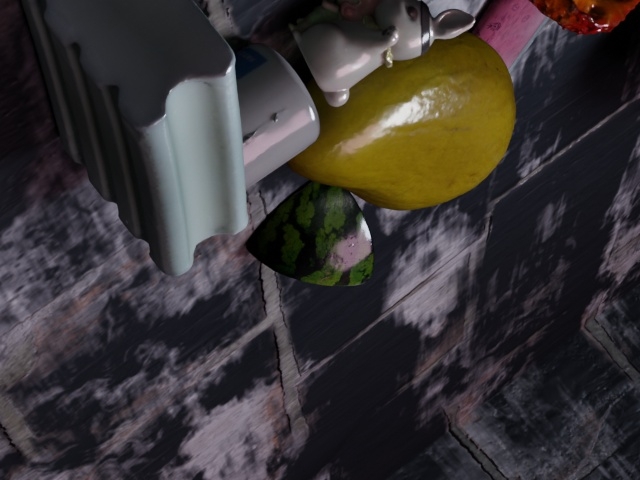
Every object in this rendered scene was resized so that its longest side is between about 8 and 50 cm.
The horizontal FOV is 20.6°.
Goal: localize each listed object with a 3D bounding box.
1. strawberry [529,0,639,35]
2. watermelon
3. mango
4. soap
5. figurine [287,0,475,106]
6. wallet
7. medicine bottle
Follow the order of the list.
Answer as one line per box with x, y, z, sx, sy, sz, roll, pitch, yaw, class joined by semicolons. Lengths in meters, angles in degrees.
0.274;-0.264;1.758;0.188;0.121;0.082;-23;176;-39;strawberry
0.000;0.000;1.903;0.125;0.135;0.094;-44;-162;3;watermelon
0.087;-0.122;1.691;0.195;0.142;0.331;-50;160;12;mango
-0.131;-0.099;1.283;0.087;0.160;0.265;-36;161;-14;soap
0.050;-0.190;1.513;0.146;0.098;0.081;-28;-160;5;figurine
0.186;-0.204;1.874;0.119;0.025;0.232;-23;156;-43;wallet
-0.093;-0.085;1.482;0.168;0.105;0.105;-35;162;-16;medicine bottle
